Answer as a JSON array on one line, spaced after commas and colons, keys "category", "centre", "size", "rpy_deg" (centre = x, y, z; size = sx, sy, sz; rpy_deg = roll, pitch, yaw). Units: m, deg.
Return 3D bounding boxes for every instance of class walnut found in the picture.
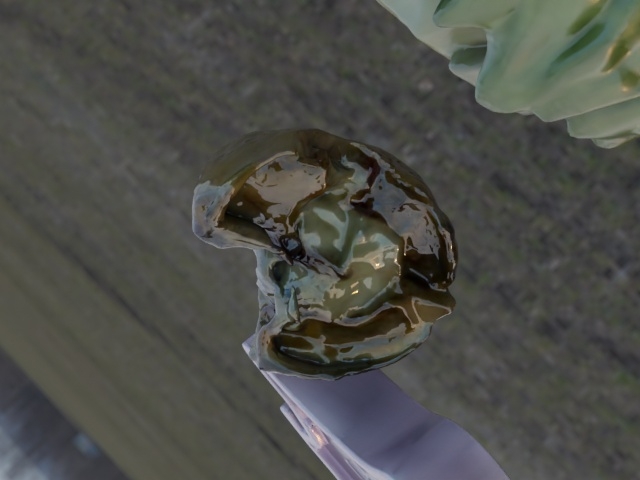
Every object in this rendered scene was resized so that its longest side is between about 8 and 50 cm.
[{"category": "walnut", "centre": [0.009, -0.007, 1.510], "size": [0.141, 0.204, 0.238], "rpy_deg": [-98, -11, -56]}]

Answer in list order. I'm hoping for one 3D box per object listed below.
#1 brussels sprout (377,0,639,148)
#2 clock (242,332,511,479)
[{"category": "brussels sprout", "centre": [0.176, -0.256, 1.024], "size": [0.342, 0.361, 0.425], "rpy_deg": [42, -167, 6]}, {"category": "clock", "centre": [0.054, 0.175, 1.585], "size": [0.290, 0.080, 0.275], "rpy_deg": [48, 167, 3]}]
